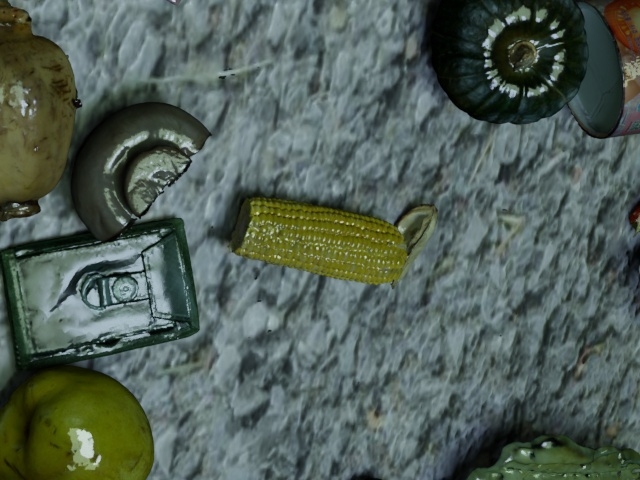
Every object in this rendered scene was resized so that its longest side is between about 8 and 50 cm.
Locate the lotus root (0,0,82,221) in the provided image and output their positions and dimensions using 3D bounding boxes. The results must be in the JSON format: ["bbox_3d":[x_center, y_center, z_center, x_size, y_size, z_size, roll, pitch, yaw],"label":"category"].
[{"bbox_3d":[-0.353,-0.146,1.603,0.154,0.140,0.257,-9,114,-17],"label":"lotus root"}]

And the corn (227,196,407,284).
[{"bbox_3d":[0.000,0.000,1.841,0.244,0.093,0.093,12,99,-28],"label":"corn"}]

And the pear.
[{"bbox_3d":[-0.300,0.251,1.717,0.200,0.200,0.200,-7,108,-24],"label":"pear"}]

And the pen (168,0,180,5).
[{"bbox_3d":[-0.143,-0.380,1.699,0.053,0.032,0.197,30,93,-29],"label":"pen"}]

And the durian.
[{"bbox_3d":[0.129,0.007,1.923,0.052,0.066,0.130,21,104,-29],"label":"durian"}]

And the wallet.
[{"bbox_3d":[-0.274,0.068,1.753,0.236,0.055,0.160,-12,103,-22],"label":"wallet"}]

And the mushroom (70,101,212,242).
[{"bbox_3d":[-0.231,-0.092,1.683,0.117,0.141,0.188,39,83,-7],"label":"mushroom"}]

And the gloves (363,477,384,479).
[{"bbox_3d":[0.055,0.450,1.997,0.119,0.097,0.229,16,92,-24],"label":"gloves"}]

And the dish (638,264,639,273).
[{"bbox_3d":[0.561,0.021,2.125,0.236,0.086,0.228,-33,115,-14],"label":"dish"}]

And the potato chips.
[{"bbox_3d":[0.333,0.444,2.099,0.389,0.097,0.373,25,101,-40],"label":"potato chips"}]

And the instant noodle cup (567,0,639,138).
[{"bbox_3d":[0.468,-0.254,1.928,0.231,0.243,0.243,-13,110,-14],"label":"instant noodle cup"}]

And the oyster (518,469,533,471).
[{"bbox_3d":[0.307,0.404,2.142,0.086,0.029,0.132,0,104,-26],"label":"oyster"}]

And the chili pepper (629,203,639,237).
[{"bbox_3d":[0.515,-0.078,2.107,0.045,0.027,0.178,38,86,-33],"label":"chili pepper"}]

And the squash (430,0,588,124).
[{"bbox_3d":[0.250,-0.254,1.843,0.218,0.172,0.218,-2,93,-30],"label":"squash"}]
